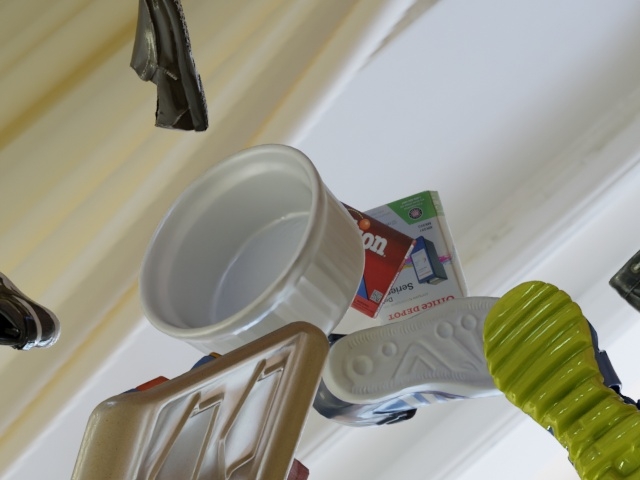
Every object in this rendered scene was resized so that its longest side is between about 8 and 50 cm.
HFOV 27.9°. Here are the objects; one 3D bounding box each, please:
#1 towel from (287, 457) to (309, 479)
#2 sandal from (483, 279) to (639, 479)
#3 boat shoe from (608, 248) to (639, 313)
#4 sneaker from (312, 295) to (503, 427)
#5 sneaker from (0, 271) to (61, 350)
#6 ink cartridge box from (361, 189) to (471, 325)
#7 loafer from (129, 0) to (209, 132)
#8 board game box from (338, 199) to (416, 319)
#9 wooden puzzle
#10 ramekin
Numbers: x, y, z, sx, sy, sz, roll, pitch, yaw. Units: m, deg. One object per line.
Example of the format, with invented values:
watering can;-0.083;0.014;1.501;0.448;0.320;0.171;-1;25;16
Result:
towel;-0.097;0.478;2.128;0.237;0.037;0.329;51;-143;-47
sandal;0.282;0.177;1.375;0.138;0.126;0.317;41;-164;-51
boat shoe;0.473;-0.050;1.554;0.119;0.335;0.121;36;179;11
sneaker;0.138;0.168;1.715;0.236;0.322;0.130;116;144;-72
sneaker;-0.493;0.090;1.883;0.217;0.079;0.121;25;-174;19
ink cartridge box;0.155;0.036;2.214;0.093;0.154;0.212;-9;-98;-76
loafer;-0.192;-0.223;1.540;0.080;0.078;0.220;-104;1;-64
board game box;0.000;0.000;2.092;0.281;0.145;0.027;27;177;17
wooden puzzle;-0.144;0.240;1.207;0.080;0.322;0.348;26;-162;24
ramekin;-0.078;0.029;1.596;0.135;0.277;0.277;43;-179;-39
